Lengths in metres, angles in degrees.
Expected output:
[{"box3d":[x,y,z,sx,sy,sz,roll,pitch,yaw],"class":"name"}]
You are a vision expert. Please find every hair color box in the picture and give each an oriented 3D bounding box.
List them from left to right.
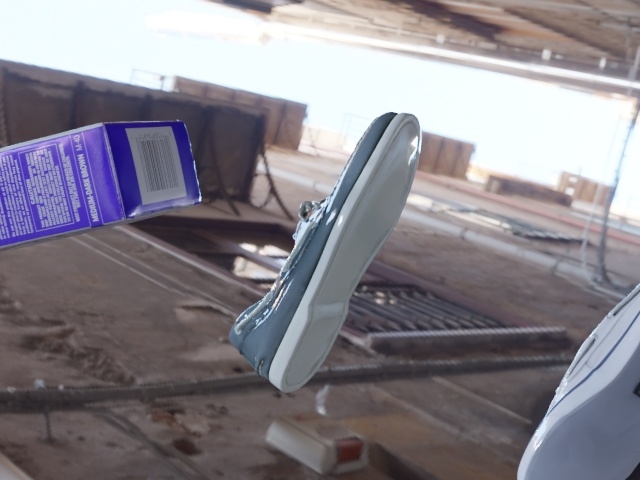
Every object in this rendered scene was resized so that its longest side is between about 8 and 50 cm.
[{"box3d":[-0.327,-0.046,1.088,0.185,0.339,0.110,-21,-79,-71],"class":"hair color box"}]

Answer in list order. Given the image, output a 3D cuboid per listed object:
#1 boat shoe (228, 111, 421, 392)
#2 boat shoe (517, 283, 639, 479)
[{"box3d":[0.000,0.000,1.030,0.116,0.099,0.319,9,-71,-61],"class":"boat shoe"},{"box3d":[0.270,0.137,0.907,0.095,0.084,0.258,43,-91,-13],"class":"boat shoe"}]
